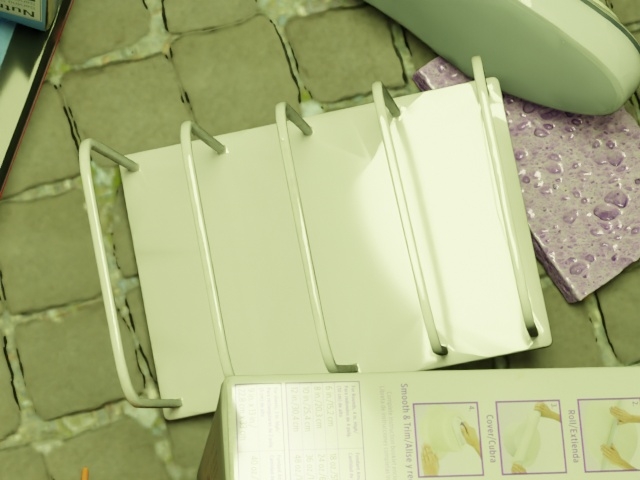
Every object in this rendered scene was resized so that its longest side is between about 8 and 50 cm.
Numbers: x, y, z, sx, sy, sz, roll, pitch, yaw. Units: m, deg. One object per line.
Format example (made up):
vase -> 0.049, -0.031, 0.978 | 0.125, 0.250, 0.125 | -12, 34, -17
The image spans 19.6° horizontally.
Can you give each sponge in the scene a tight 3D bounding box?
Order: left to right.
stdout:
sponge -> 0.173, -0.072, 1.370 | 0.117, 0.031, 0.210 | -34, 88, -11

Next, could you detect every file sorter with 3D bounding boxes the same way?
file sorter -> 0.000, 0.000, 1.233 | 0.277, 0.173, 0.193 | -12, 84, 5

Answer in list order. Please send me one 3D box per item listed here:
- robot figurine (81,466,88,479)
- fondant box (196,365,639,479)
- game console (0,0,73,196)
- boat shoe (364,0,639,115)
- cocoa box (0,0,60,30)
robot figurine -> -0.151, 0.264, 1.229 | 0.158, 0.128, 0.219 | -19, 85, -7
fondant box -> 0.091, 0.161, 1.214 | 0.330, 0.238, 0.096 | -2, 70, -8
game console -> -0.344, -0.199, 1.307 | 0.342, 0.060, 0.387 | 20, 79, -5
boat shoe -> 0.090, -0.233, 1.326 | 0.367, 0.136, 0.156 | 30, 70, 17
cocoa box -> -0.232, -0.356, 1.202 | 0.231, 0.228, 0.347 | 16, 71, -2
